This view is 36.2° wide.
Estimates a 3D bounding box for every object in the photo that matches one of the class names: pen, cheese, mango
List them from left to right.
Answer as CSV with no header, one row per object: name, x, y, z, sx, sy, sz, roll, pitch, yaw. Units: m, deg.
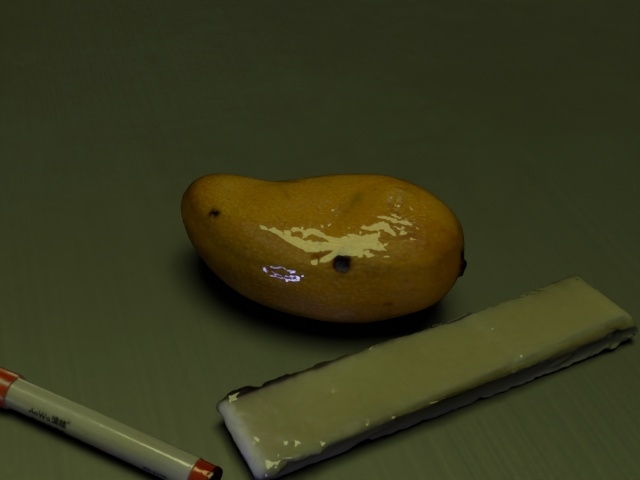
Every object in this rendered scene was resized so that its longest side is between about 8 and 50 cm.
pen,-0.183,0.134,0.733,0.239,0.028,0.028,20,38,15
mango,0.001,0.004,0.884,0.262,0.109,0.157,7,45,7
cheese,0.106,0.107,0.826,0.400,0.034,0.085,-16,47,-29
